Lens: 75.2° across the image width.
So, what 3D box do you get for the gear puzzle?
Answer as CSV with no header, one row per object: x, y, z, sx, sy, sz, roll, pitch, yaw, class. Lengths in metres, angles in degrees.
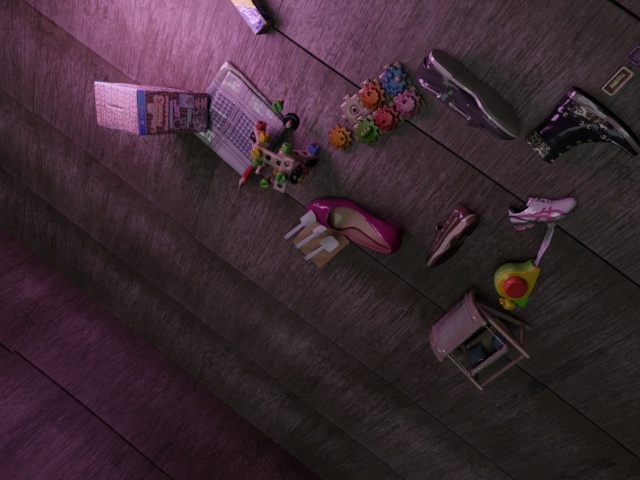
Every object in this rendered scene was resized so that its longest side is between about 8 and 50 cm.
0.148,-0.398,1.314,0.338,0.044,0.176,-28,103,36,gear puzzle

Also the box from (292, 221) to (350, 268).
0.000,0.000,1.636,0.164,0.021,0.201,44,128,-2,box

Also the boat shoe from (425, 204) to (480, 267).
0.424,-0.015,1.389,0.095,0.095,0.258,59,137,29,boat shoe

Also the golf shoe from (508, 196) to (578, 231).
0.653,-0.092,1.227,0.186,0.067,0.086,-22,105,35,golf shoe

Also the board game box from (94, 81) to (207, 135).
-0.582,-0.462,1.454,0.231,0.291,0.141,19,114,28,board game box

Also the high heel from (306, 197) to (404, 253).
0.104,-0.055,1.445,0.376,0.181,0.127,14,114,17,high heel

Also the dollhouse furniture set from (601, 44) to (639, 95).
0.754,-0.387,0.994,0.091,0.081,0.114,37,128,3,dollhouse furniture set

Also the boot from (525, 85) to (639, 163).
0.690,-0.264,1.099,0.236,0.085,0.179,44,130,6,boot

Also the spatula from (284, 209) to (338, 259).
-0.042,-0.004,1.595,0.168,0.019,0.242,46,142,-7,spatula

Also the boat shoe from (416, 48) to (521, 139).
0.409,-0.389,1.160,0.335,0.112,0.095,45,145,3,boat shoe

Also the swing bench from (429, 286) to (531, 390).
0.553,0.349,1.474,0.254,0.165,0.253,34,128,5,swing bench

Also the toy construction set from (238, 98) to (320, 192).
-0.171,-0.255,1.405,0.308,0.237,0.257,-34,114,33,toy construction set

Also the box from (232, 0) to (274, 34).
-0.223,-0.734,1.298,0.059,0.054,0.169,-29,103,36,box

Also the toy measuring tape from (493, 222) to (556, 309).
0.629,0.076,1.317,0.121,0.121,0.331,16,115,17,toy measuring tape

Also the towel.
-0.309,-0.426,1.520,0.324,0.056,0.312,45,127,-3,towel
